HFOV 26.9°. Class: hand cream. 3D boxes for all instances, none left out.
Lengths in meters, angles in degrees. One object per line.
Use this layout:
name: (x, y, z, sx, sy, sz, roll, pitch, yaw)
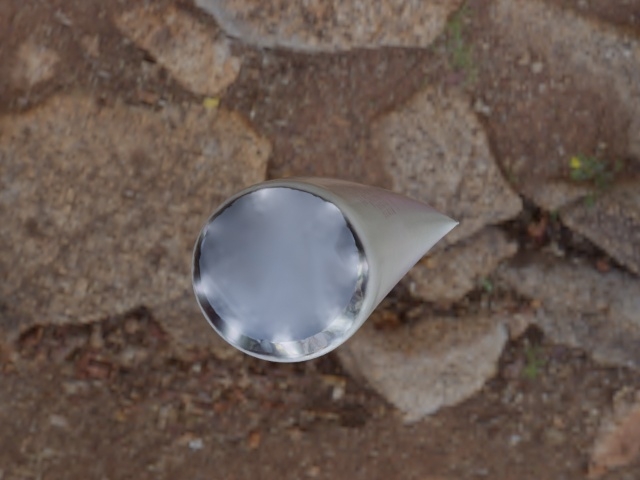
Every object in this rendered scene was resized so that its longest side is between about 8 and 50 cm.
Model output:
hand cream: (0.000, 0.000, 1.010, 0.186, 0.359, 0.118, 4, 98, 9)
